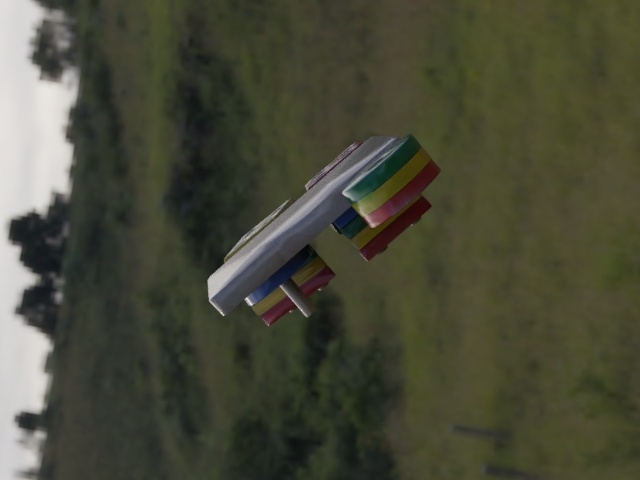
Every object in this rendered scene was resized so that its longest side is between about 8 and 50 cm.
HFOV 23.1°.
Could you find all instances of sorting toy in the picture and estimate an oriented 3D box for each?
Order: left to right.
[{"bbox_3d":[0.000,0.000,0.891,0.132,0.046,0.274,-41,6,-1],"label":"sorting toy"}]
